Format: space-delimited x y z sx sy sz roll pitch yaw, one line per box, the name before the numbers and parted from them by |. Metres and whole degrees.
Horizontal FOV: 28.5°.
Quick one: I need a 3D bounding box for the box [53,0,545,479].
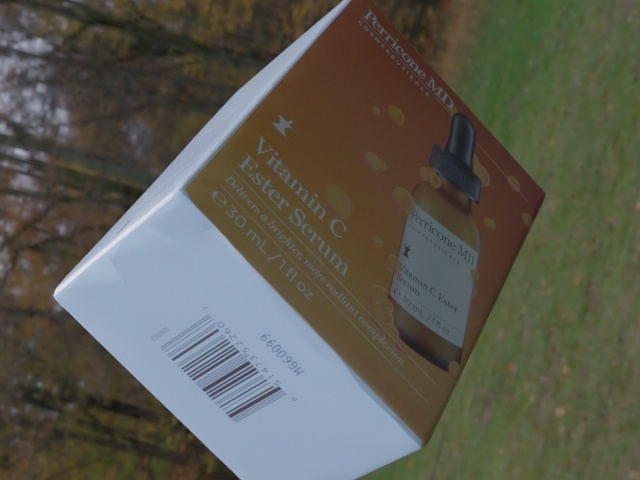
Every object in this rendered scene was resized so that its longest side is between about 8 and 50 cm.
box | 0.000 0.000 0.520 0.091 0.130 0.170 -35 15 41
